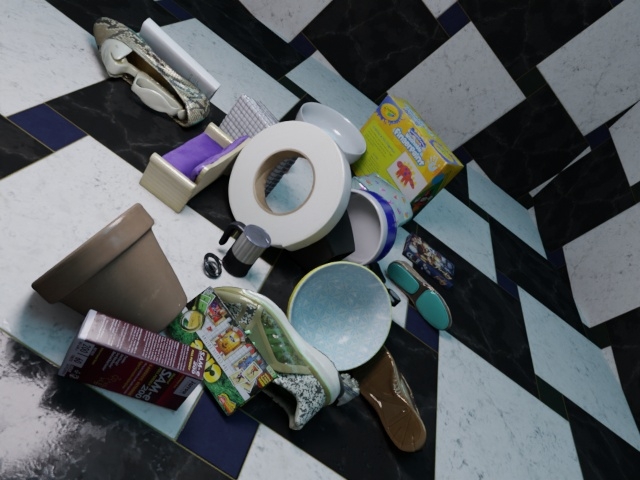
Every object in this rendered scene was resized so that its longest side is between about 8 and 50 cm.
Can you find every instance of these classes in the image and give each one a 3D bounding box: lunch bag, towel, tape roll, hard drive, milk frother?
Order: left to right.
[{"bbox_3d":[-0.508,-0.607,1.806,0.307,0.203,0.040,42,63,-15],"label":"hard drive"},{"bbox_3d":[-0.229,0.032,1.386,0.129,0.135,0.143,35,31,-8],"label":"milk frother"},{"bbox_3d":[-0.220,-0.323,1.755,0.284,0.235,0.121,50,28,14],"label":"towel"},{"bbox_3d":[-0.097,-0.167,1.547,0.392,0.392,0.072,55,11,22],"label":"tape roll"},{"bbox_3d":[0.242,-0.144,2.109,0.262,0.160,0.223,43,29,14],"label":"lunch bag"}]

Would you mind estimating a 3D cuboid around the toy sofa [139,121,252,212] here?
[{"bbox_3d":[-0.366,-0.250,1.555,0.150,0.177,0.362,39,32,-4],"label":"toy sofa"}]

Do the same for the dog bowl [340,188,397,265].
[{"bbox_3d":[0.122,-0.042,1.741,0.104,0.265,0.265,-7,54,-54],"label":"dog bowl"}]

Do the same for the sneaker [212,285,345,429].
[{"bbox_3d":[-0.137,0.272,1.191,0.410,0.158,0.182,40,43,6],"label":"sneaker"}]

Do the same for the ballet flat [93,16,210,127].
[{"bbox_3d":[-0.599,-0.561,1.731,0.482,0.164,0.182,39,41,-10],"label":"ballet flat"}]

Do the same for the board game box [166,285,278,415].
[{"bbox_3d":[-0.225,0.242,1.142,0.260,0.136,0.030,49,-9,15],"label":"board game box"}]

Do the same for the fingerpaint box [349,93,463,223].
[{"bbox_3d":[0.354,-0.360,2.299,0.163,0.371,0.445,0,49,-48],"label":"fingerpaint box"}]

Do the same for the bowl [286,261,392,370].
[{"bbox_3d":[0.034,0.199,1.407,0.289,0.289,0.156,32,-10,-15],"label":"bowl"}]

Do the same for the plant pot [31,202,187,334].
[{"bbox_3d":[-0.405,0.088,1.056,0.229,0.263,0.263,53,28,-16],"label":"plant pot"}]

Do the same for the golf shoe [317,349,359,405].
[{"bbox_3d":[0.015,0.350,1.290,0.176,0.086,0.069,44,10,-6],"label":"golf shoe"}]

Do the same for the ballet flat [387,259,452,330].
[{"bbox_3d":[0.378,0.190,1.888,0.316,0.107,0.106,52,25,16],"label":"ballet flat"}]

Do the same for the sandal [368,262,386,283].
[{"bbox_3d":[0.194,0.121,1.841,0.067,0.040,0.179,39,16,-13],"label":"sandal"}]

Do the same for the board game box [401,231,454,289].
[{"bbox_3d":[0.461,0.083,2.169,0.243,0.042,0.165,38,31,-5],"label":"board game box"}]

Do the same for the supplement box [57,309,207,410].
[{"bbox_3d":[-0.358,0.237,0.989,0.239,0.130,0.073,26,34,-22],"label":"supplement box"}]

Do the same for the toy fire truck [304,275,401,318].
[{"bbox_3d":[0.098,0.154,1.598,0.246,0.158,0.217,49,15,15],"label":"toy fire truck"}]

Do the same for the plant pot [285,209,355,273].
[{"bbox_3d":[0.000,0.000,1.653,0.187,0.188,0.167,-10,70,-53],"label":"plant pot"}]

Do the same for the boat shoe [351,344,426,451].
[{"bbox_3d":[0.190,0.417,1.402,0.342,0.123,0.123,58,5,36],"label":"boat shoe"}]

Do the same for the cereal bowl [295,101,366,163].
[{"bbox_3d":[0.028,-0.448,2.264,0.339,0.141,0.339,24,37,-19],"label":"cereal bowl"}]
